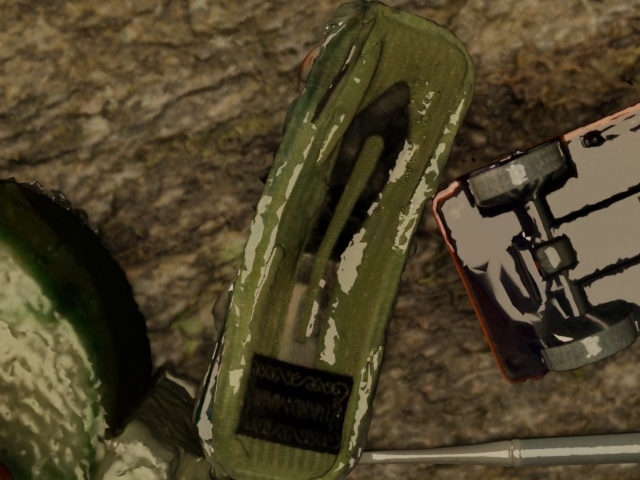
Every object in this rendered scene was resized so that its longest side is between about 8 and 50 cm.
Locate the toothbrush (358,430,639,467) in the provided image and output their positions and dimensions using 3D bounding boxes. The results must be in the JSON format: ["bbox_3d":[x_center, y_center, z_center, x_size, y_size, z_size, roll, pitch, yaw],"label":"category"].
[{"bbox_3d":[0.156,0.140,1.157,0.342,0.025,0.030,0,90,6],"label":"toothbrush"}]

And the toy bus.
[{"bbox_3d":[0.245,-0.035,1.070,0.329,0.153,0.143,-24,91,8],"label":"toy bus"}]

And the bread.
[{"bbox_3d":[-0.241,0.134,1.138,0.381,0.129,0.366,10,96,4],"label":"bread"}]

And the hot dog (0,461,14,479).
[{"bbox_3d":[-0.298,0.153,1.001,0.256,0.153,0.150,6,127,14],"label":"hot dog"}]

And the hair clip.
[{"bbox_3d":[-0.001,0.000,1.124,0.138,0.091,0.321,16,95,-37],"label":"hair clip"}]
